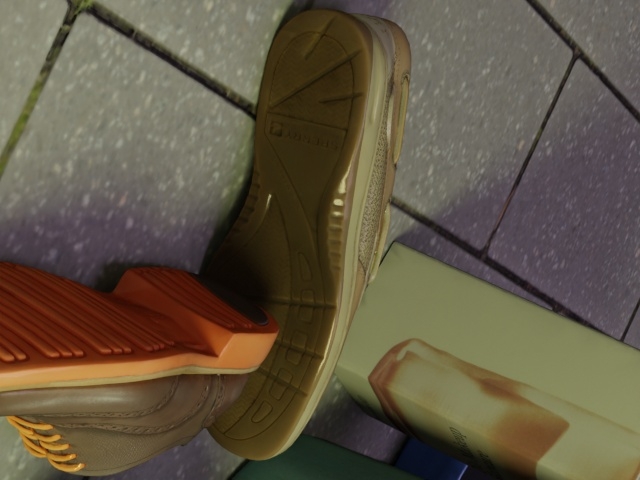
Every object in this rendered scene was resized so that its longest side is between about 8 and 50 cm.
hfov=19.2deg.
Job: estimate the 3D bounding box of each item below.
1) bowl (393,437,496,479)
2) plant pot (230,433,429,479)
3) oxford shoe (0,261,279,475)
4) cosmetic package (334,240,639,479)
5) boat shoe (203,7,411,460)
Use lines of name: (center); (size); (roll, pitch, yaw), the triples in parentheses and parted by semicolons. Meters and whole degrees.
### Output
bowl: (0.160, 0.290, 1.966); (0.391, 0.077, 0.391); (-41, 144, -39)
plant pot: (0.070, 0.341, 1.567); (0.341, 0.334, 0.341); (-41, 143, -41)
oxford shoe: (-0.153, 0.098, 1.214); (0.364, 0.130, 0.132); (5, 115, -60)
cosmetic package: (0.172, 0.134, 1.628); (0.129, 0.296, 0.153); (-58, 150, -13)
boat shoe: (0.000, 0.000, 1.406); (0.110, 0.122, 0.341); (-5, 114, -59)
